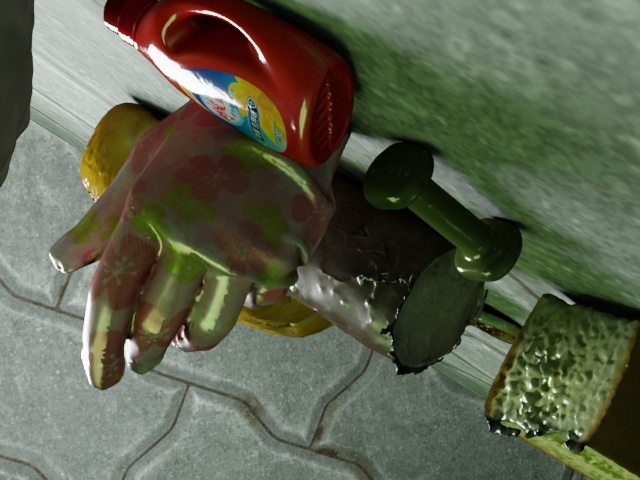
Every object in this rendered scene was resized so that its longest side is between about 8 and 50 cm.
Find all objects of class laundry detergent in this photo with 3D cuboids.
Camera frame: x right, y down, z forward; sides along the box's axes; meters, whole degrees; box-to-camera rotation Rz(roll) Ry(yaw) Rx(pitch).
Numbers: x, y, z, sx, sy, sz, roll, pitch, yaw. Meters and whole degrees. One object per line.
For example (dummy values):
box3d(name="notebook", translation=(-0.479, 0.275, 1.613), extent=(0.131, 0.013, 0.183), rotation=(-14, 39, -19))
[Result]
box3d(name="laundry detergent", translation=(-0.061, -0.108, 0.460), extent=(0.165, 0.049, 0.097), rotation=(30, 153, 18))

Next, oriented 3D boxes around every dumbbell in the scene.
box3d(name="dumbbell", translation=(0.082, -0.017, 0.524), extent=(0.118, 0.046, 0.052), rotation=(35, 167, -31))

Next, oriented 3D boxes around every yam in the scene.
box3d(name="yam", translation=(0.001, -0.001, 0.699), extent=(0.280, 0.131, 0.131), rotation=(30, 174, 29))

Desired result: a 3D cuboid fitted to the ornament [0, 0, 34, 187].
box3d(name="ornament", translation=(-0.304, -0.110, 0.389), extent=(0.337, 0.337, 0.337), rotation=(30, 174, 4))

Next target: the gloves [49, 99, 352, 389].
box3d(name="gloves", translation=(-0.085, 0.000, 0.540), extent=(0.145, 0.241, 0.126), rotation=(33, 173, -20))

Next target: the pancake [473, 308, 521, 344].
box3d(name="pancake", translation=(0.198, 0.096, 0.972), extent=(0.129, 0.022, 0.116), rotation=(29, 175, -28))

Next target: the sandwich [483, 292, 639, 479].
box3d(name="sandwich", translation=(0.265, 0.151, 0.632), extent=(0.236, 0.128, 0.122), rotation=(32, 170, -18))

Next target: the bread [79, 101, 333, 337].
box3d(name="bread", translation=(-0.119, 0.001, 1.003), extent=(0.337, 0.148, 0.328), rotation=(37, 177, 29))
